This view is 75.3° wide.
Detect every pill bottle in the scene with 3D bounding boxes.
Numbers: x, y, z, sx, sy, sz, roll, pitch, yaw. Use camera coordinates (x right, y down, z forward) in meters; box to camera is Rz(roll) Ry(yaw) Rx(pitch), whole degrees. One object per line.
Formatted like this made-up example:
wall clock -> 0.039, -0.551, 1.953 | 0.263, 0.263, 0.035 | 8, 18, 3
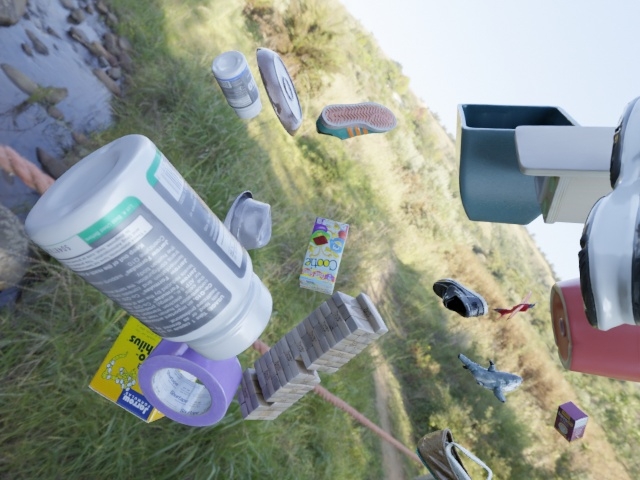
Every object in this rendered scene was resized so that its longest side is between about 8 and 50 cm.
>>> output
pill bottle -> -0.183, -0.344, 0.930 | 0.137, 0.078, 0.078 | 68, -2, -62
pill bottle -> -0.240, 0.033, 0.667 | 0.361, 0.204, 0.204 | 57, 11, -38

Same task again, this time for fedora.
fedora -> -0.249, -0.049, 1.505 | 0.275, 0.124, 0.244 | -70, 168, -56

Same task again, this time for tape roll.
tape roll -> -0.260, 0.276, 0.834 | 0.189, 0.189, 0.080 | 56, 26, -16

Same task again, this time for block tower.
block tower -> -0.029, 0.235, 0.835 | 0.097, 0.335, 0.091 | 28, 26, -47

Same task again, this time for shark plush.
shark plush -> 0.417, 0.327, 1.040 | 0.161, 0.067, 0.073 | 34, 15, 13

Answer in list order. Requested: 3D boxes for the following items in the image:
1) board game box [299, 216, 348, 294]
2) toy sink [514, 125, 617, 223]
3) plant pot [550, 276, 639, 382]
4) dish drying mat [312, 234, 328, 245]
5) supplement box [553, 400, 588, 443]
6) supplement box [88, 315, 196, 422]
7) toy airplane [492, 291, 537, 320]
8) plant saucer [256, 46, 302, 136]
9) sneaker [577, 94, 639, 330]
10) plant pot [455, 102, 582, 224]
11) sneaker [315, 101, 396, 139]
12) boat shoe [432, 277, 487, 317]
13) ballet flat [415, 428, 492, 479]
board game box -> 0.015, 0.066, 1.736 | 0.142, 0.144, 0.276 | 93, 11, -70
toy sink -> 0.489, -0.122, 0.791 | 0.153, 0.234, 0.131 | -72, 160, -44
plant pot -> 0.649, 0.181, 0.894 | 0.275, 0.243, 0.275 | -6, 90, -71
dish drying mat -> 0.000, 0.000, 1.402 | 0.032, 0.008, 0.083 | 62, -27, -7
supplement box -> 0.638, 0.464, 1.058 | 0.055, 0.043, 0.083 | -127, -152, -61
supplement box -> -0.421, 0.281, 1.160 | 0.195, 0.357, 0.194 | 25, -13, 9
toy airplane -> 0.598, 0.214, 1.282 | 0.028, 0.151, 0.151 | 57, 12, 0
plant saucer -> -0.129, -0.516, 1.430 | 0.310, 0.050, 0.311 | -17, 90, -76
sneaker -> 0.486, -0.054, 0.471 | 0.447, 0.257, 0.169 | -48, 122, -34
plant pot -> 0.452, -0.180, 1.019 | 0.247, 0.247, 0.252 | -65, 157, -57
sneaker -> 0.124, -0.427, 1.502 | 0.121, 0.302, 0.108 | 153, -67, -67
boat shoe -> 0.423, 0.182, 1.323 | 0.233, 0.079, 0.084 | -145, -143, -66
ballet flat -> 0.362, 0.592, 0.960 | 0.116, 0.124, 0.342 | 34, 14, -43
